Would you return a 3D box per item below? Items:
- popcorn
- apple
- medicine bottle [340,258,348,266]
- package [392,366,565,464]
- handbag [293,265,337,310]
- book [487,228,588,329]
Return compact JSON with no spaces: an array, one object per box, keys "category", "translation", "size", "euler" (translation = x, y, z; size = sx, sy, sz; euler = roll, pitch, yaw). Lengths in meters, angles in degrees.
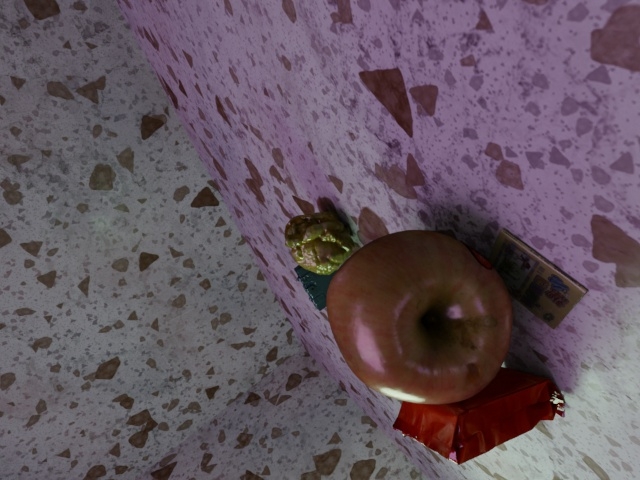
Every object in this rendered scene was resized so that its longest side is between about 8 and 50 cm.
[{"category":"popcorn","translation":[0.000,0.000,1.562],"size":[0.259,0.212,0.259],"euler":[52,-154,-39]},{"category":"apple","translation":[0.207,0.164,1.006],"size":[0.391,0.391,0.346],"euler":[55,172,-1]},{"category":"medicine bottle","translation":[0.115,0.107,1.726],"size":[0.083,0.047,0.047],"euler":[37,155,45]},{"category":"package","translation":[0.391,0.398,1.075],"size":[0.196,0.424,0.123],"euler":[0,94,62]},{"category":"handbag","translation":[-0.003,0.179,1.948],"size":[0.062,0.179,0.229],"euler":[18,138,63]},{"category":"book","translation":[0.432,0.081,0.923],"size":[0.192,0.013,0.168],"euler":[44,159,29]}]
